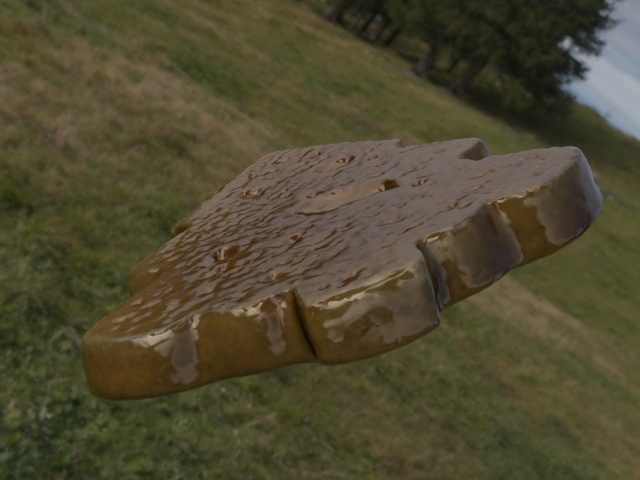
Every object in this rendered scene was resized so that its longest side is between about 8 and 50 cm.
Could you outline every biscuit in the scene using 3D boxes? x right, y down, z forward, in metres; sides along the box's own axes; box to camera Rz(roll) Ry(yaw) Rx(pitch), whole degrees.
[{"bbox_3d":[0.000,0.000,0.439,0.239,0.212,0.041,-124,-168,-72],"label":"biscuit"}]
